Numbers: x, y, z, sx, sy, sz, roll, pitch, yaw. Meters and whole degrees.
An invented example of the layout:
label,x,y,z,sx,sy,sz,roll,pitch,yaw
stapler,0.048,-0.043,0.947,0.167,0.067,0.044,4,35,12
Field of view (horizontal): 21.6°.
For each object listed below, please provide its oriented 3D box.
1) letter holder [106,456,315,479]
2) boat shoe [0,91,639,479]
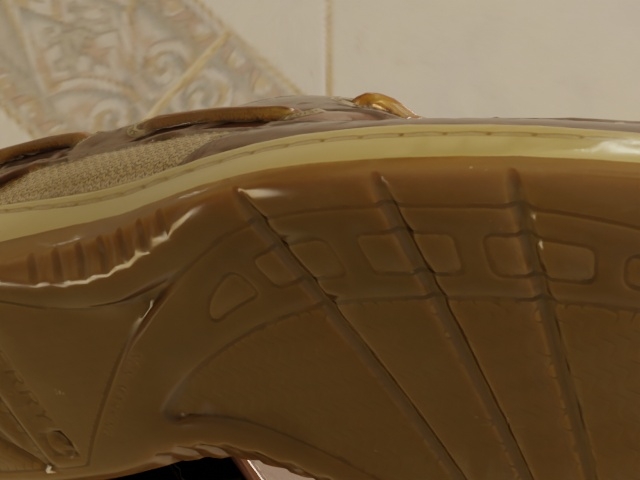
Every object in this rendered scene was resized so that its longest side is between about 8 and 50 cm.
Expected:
label,x,y,z,sx,sy,sz,roll,pitch,yaw
letter holder,-0.088,0.128,0.757,0.152,0.214,0.302,-40,70,8
boat shoe,0.000,0.000,0.496,0.342,0.123,0.123,-8,125,35
